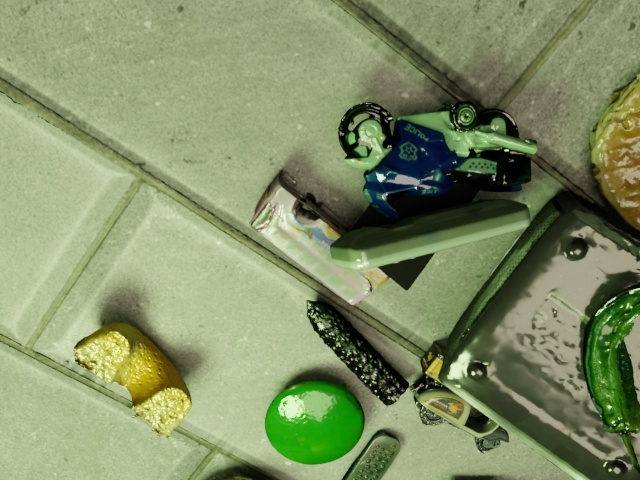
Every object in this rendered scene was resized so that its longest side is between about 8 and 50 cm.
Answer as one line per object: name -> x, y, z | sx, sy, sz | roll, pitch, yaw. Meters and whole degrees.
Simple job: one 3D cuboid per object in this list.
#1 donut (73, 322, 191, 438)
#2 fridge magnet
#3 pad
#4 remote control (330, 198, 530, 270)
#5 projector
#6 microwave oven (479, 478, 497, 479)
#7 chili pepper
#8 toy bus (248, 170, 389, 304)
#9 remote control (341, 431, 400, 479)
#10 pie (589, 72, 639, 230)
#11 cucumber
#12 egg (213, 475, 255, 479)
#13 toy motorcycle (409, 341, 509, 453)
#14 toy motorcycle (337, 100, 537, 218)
donut -> -0.356, 0.243, 1.204 | 0.101, 0.152, 0.259 | -42, 115, -3
fridge magnet -> -0.012, 0.375, 1.306 | 0.208, 0.088, 0.207 | -1, 112, -2
pad -> 0.174, -0.058, 1.130 | 0.160, 0.009, 0.265 | 39, 82, -17
remote control -> 0.185, -0.016, 1.064 | 0.336, 0.128, 0.065 | -14, 99, -18
projector -> 0.478, 0.175, 1.116 | 0.395, 0.242, 0.405 | 36, 108, 8
microwave oven -> 0.347, 0.680, 1.403 | 0.145, 0.194, 0.240 | 1, 112, -9
chili pepper -> 0.456, 0.201, 0.950 | 0.065, 0.122, 0.278 | 4, 85, -18
toy bus -> 0.000, 0.000, 1.151 | 0.274, 0.090, 0.112 | 39, 109, -16
remote control -> 0.097, 0.514, 1.396 | 0.072, 0.042, 0.221 | 28, 107, -16
pie -> 0.646, -0.168, 1.130 | 0.340, 0.083, 0.339 | 0, 111, -1
cucumber -> 0.067, 0.217, 1.255 | 0.072, 0.072, 0.300 | -38, 107, 12
egg -> -0.178, 0.606, 1.332 | 0.245, 0.203, 0.203 | 19, 110, -4
toy motorcycle -> 0.306, 0.339, 1.312 | 0.263, 0.091, 0.157 | 31, 103, -13
toy motorcycle -> 0.192, -0.133, 1.063 | 0.332, 0.125, 0.196 | 0, 95, -11
